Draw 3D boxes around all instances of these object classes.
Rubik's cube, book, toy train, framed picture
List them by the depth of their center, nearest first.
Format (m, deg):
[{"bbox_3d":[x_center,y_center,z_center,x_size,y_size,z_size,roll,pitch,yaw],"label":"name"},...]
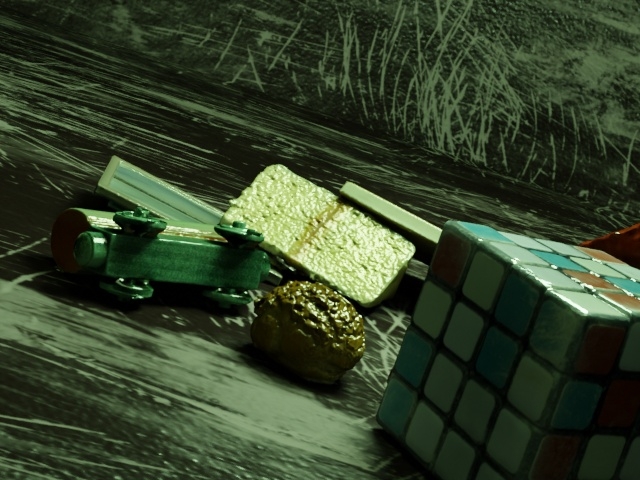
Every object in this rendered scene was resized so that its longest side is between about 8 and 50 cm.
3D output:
[{"bbox_3d":[0.253,0.150,1.485,0.253,0.256,0.259,9,15,-32],"label":"Rubik's cube"},{"bbox_3d":[-0.203,0.014,1.760,0.285,0.116,0.177,6,7,-41],"label":"toy train"},{"bbox_3d":[-0.187,-0.033,2.027,0.289,0.016,0.213,27,12,-9],"label":"framed picture"},{"bbox_3d":[0.214,0.035,2.105,0.388,0.032,0.269,28,-7,14],"label":"book"}]

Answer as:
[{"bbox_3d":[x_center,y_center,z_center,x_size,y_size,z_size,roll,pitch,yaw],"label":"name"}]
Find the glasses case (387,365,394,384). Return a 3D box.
[{"bbox_3d":[0.171,0.190,1.657,0.194,0.049,0.073,12,16,-25],"label":"glasses case"}]

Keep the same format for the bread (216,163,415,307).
[{"bbox_3d":[0.000,0.000,2.035,0.266,0.142,0.178,32,-3,11],"label":"bread"}]

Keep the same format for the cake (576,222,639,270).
[{"bbox_3d":[0.498,0.115,1.659,0.270,0.320,0.269,-7,-10,-45],"label":"cake"}]

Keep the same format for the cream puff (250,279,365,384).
[{"bbox_3d":[-0.010,0.103,1.650,0.144,0.103,0.126,34,18,30],"label":"cream puff"}]

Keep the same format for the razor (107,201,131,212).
[{"bbox_3d":[-0.259,-0.047,2.054,0.068,0.037,0.191,29,12,3],"label":"razor"}]
